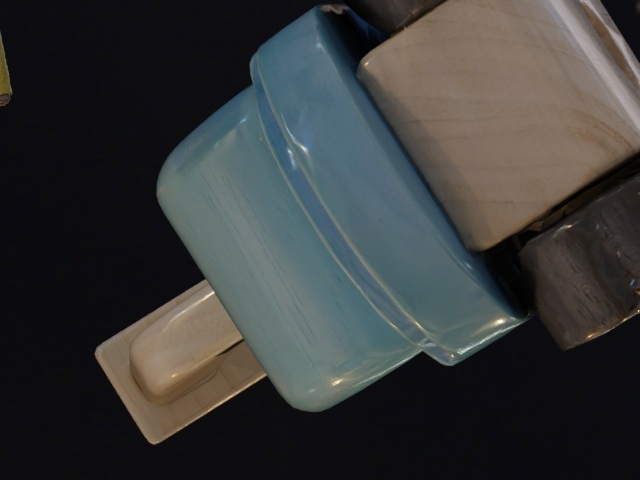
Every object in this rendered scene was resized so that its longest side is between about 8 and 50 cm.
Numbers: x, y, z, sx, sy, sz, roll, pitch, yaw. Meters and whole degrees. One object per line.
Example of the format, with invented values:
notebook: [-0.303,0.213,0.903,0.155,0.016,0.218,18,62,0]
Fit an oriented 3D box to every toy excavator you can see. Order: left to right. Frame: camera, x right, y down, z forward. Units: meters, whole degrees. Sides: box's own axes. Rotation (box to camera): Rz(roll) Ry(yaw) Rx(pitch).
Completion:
toy excavator: [0.000,0.000,1.010,0.445,0.433,0.222,-32,-93,16]

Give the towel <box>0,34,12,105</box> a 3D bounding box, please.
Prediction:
towel: [-0.175,-0.092,0.828,0.009,0.060,0.083,8,-115,-61]
